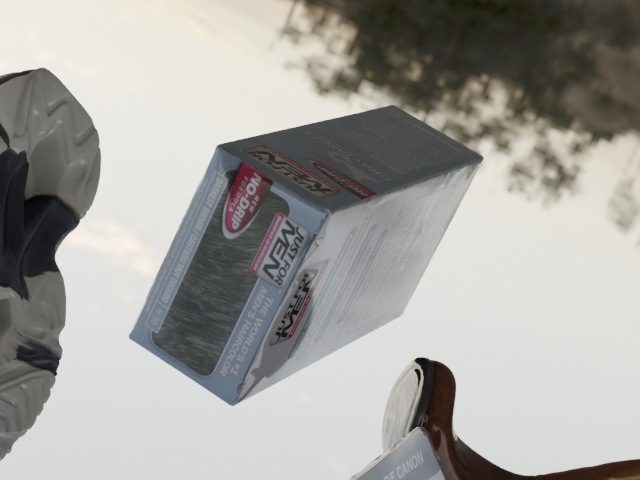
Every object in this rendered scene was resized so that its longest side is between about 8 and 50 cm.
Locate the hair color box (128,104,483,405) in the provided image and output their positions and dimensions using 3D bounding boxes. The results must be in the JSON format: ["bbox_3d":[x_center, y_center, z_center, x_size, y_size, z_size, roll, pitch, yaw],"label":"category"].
[{"bbox_3d":[0.000,0.000,1.516,0.113,0.185,0.374,32,-160,16],"label":"hair color box"}]

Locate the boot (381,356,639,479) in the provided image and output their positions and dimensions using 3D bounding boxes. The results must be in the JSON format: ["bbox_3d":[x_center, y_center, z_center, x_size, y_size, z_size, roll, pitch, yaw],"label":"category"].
[{"bbox_3d":[0.198,0.221,1.587,0.280,0.264,0.096,-1,-160,-7],"label":"boot"}]

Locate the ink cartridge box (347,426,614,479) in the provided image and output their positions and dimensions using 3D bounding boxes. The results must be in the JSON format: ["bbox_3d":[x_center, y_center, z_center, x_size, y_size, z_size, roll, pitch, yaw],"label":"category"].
[{"bbox_3d":[0.098,0.286,1.187,0.130,0.309,0.272,-11,-110,-32],"label":"ink cartridge box"}]

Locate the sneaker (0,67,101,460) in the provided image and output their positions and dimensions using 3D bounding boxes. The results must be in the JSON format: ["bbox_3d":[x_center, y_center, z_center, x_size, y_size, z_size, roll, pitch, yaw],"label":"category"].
[{"bbox_3d":[-0.202,0.026,0.810,0.153,0.235,0.094,-13,140,27],"label":"sneaker"}]
